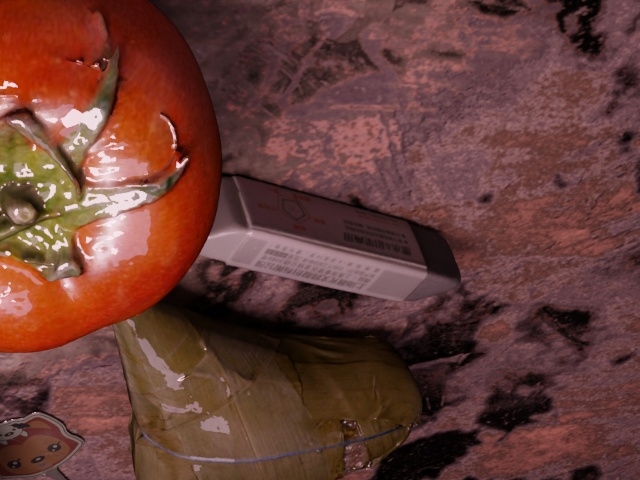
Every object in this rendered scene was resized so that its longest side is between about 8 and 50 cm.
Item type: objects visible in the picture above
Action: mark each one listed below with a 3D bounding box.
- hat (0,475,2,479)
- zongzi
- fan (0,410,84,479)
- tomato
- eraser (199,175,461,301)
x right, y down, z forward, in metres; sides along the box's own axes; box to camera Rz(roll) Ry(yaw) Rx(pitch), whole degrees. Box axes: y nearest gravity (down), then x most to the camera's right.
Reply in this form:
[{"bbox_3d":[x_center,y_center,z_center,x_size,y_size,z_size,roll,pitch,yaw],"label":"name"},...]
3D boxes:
[{"bbox_3d":[-0.495,0.265,1.598,0.232,0.161,0.275,-37,115,19],"label":"hat"},{"bbox_3d":[-0.057,0.146,1.597,0.356,0.174,0.393,-14,136,-11],"label":"zongzi"},{"bbox_3d":[-0.358,0.283,1.772,0.132,0.009,0.220,-21,142,7],"label":"fan"},{"bbox_3d":[-0.254,-0.083,1.154,0.341,0.273,0.341,-5,121,-9],"label":"tomato"},{"bbox_3d":[0.000,0.000,1.491,0.352,0.089,0.061,15,129,-33],"label":"eraser"}]
